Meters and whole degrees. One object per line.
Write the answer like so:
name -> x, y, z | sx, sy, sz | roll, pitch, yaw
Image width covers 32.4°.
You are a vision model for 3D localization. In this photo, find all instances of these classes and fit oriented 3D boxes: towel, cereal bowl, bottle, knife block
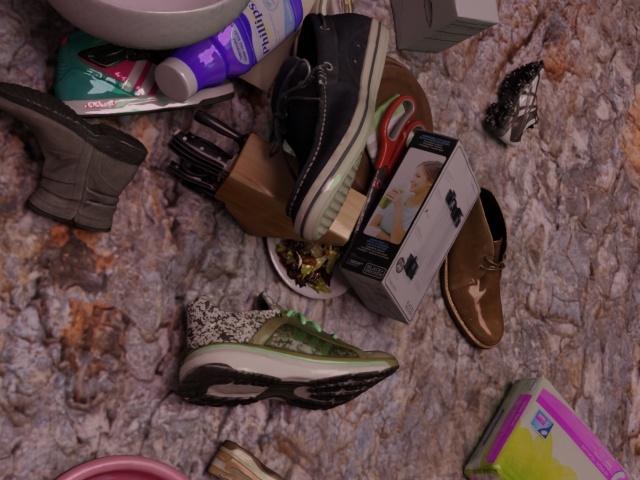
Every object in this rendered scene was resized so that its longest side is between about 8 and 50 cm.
towel -> 0.127, -0.164, 1.909 | 0.113, 0.023, 0.152 | -41, 121, -35
cereal bowl -> -0.254, -0.394, 1.578 | 0.339, 0.141, 0.339 | 8, 52, -10
bottle -> -0.139, -0.311, 1.682 | 0.283, 0.092, 0.118 | -47, 131, -36
knife block -> -0.096, -0.103, 1.713 | 0.242, 0.276, 0.088 | 55, 51, -47

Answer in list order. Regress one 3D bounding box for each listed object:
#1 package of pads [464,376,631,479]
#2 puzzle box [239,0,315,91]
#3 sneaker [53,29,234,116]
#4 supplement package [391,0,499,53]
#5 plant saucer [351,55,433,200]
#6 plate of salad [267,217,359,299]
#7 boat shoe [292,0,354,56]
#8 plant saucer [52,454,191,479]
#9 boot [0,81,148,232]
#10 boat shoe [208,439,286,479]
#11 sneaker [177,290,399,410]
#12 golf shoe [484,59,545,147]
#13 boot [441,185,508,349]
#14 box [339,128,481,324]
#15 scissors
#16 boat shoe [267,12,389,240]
package of pads -> 0.419, 0.432, 2.013 | 0.296, 0.101, 0.229 | 47, 58, -16
puzzle box -> -0.196, -0.451, 1.761 | 0.409, 0.052, 0.272 | 27, 94, -27
sneaker -> -0.275, -0.285, 1.699 | 0.296, 0.124, 0.178 | -10, 98, -34
supplement package -> 0.228, -0.425, 2.031 | 0.105, 0.179, 0.105 | 0, 79, -34
plant saucer -> 0.109, -0.187, 1.933 | 0.278, 0.041, 0.277 | -7, 100, -44
plate of salad -> 0.000, 0.000, 1.863 | 0.200, 0.048, 0.199 | 8, 75, -33
boat shoe -> 0.008, -0.397, 1.923 | 0.091, 0.109, 0.305 | 2, 84, -45
plant saucer -> -0.290, 0.470, 1.540 | 0.332, 0.084, 0.332 | 9, 74, -32
boot -> -0.384, -0.111, 1.582 | 0.246, 0.083, 0.161 | 27, 102, -22
boat shoe -> -0.093, 0.390, 1.710 | 0.190, 0.068, 0.072 | 38, 73, -10
sneaker -> -0.044, 0.159, 1.753 | 0.410, 0.158, 0.182 | 9, 57, -37
golf shoe -> 0.398, -0.271, 2.184 | 0.094, 0.077, 0.198 | 48, 64, -29
boot -> 0.291, 0.048, 2.008 | 0.112, 0.115, 0.305 | -13, 89, -40
box -> 0.159, -0.023, 1.880 | 0.290, 0.087, 0.169 | -60, 148, -17
scissors -> 0.095, -0.116, 1.862 | 0.297, 0.021, 0.109 | -55, 128, -23
boat shoe -> -0.002, -0.187, 1.658 | 0.156, 0.187, 0.500 | 18, 43, -5
